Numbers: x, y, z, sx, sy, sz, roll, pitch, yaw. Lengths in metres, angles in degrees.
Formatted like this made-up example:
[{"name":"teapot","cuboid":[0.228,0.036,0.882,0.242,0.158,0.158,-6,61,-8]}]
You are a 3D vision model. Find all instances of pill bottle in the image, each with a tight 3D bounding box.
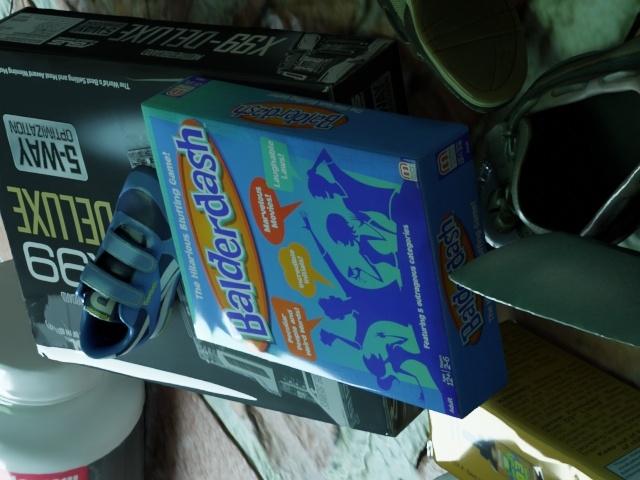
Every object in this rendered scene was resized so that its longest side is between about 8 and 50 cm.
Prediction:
[{"name":"pill bottle","cuboid":[-0.240,0.166,1.645,0.176,0.176,0.318,45,147,32]}]

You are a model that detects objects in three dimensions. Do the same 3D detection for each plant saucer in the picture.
[{"name":"plant saucer","cuboid":[0.157,0.028,0.875,0.195,0.195,0.037,20,96,53]}]

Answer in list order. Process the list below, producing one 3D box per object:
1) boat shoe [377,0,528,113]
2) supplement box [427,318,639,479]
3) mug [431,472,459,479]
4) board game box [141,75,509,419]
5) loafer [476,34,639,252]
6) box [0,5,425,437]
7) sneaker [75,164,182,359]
[{"name":"boat shoe","cuboid":[0.065,-0.124,1.012,0.049,0.056,0.152,92,156,-59]},{"name":"supplement box","cuboid":[0.154,0.125,1.037,0.233,0.080,0.078,28,135,46]},{"name":"mug","cuboid":[0.094,0.318,1.141,0.328,0.276,0.374,22,101,45]},{"name":"board game box","cuboid":[0.000,0.000,1.061,0.210,0.047,0.160,14,126,42]},{"name":"loafer","cuboid":[0.127,-0.044,0.930,0.096,0.084,0.267,62,152,6]},{"name":"box","cuboid":[-0.077,-0.018,1.218,0.307,0.076,0.242,10,123,34]},{"name":"sneaker","cuboid":[-0.117,0.019,1.176,0.053,0.059,0.144,31,131,21]}]
